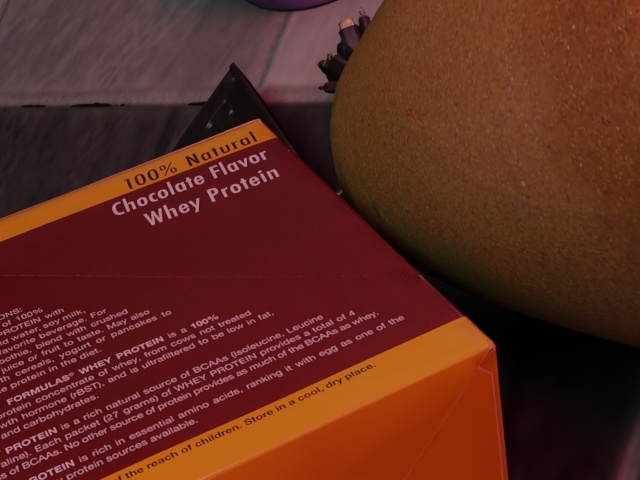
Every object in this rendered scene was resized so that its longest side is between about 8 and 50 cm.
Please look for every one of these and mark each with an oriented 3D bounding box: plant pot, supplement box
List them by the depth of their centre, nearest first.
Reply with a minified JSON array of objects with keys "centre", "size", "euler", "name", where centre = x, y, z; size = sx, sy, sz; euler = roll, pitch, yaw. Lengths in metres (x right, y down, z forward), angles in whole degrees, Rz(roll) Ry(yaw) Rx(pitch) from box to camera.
[{"centre":[0.119,-0.060,0.479],"size":[0.254,0.237,0.237],"euler":[-12,57,58],"name":"plant pot"},{"centre":[-0.057,0.075,0.514],"size":[0.191,0.129,0.194],"euler":[-23,37,-17],"name":"supplement box"}]

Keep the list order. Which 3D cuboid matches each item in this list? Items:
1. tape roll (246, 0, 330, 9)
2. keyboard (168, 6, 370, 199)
[{"centre":[0.002,-0.286,0.827],"size":[0.275,0.090,0.274],"euler":[-25,50,33],"name":"tape roll"},{"centre":[0.000,0.000,0.692],"size":[0.201,0.033,0.317],"euler":[-52,40,18],"name":"keyboard"}]
